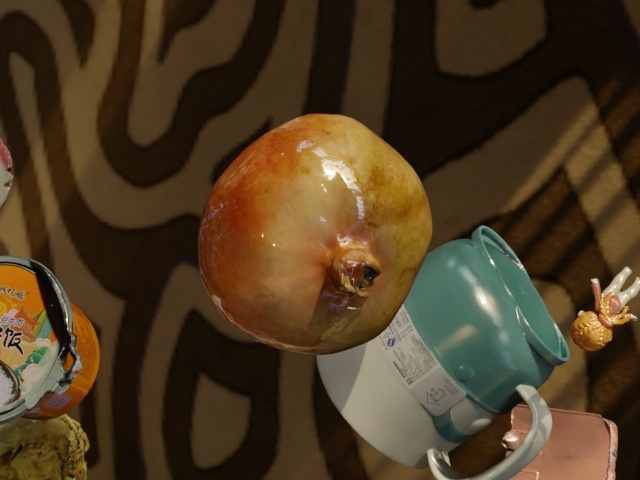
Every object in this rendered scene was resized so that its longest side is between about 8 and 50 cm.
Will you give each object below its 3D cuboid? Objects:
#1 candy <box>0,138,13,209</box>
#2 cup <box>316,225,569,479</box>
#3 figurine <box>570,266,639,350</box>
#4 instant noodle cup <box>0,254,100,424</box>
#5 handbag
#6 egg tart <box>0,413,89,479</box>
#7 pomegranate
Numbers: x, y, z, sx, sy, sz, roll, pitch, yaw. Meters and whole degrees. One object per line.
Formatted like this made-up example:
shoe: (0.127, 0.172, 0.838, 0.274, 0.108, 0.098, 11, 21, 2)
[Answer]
candy: (-0.296, -0.051, 1.001, 0.043, 0.103, 0.103, 23, 107, 45)
cup: (0.161, 0.159, 1.526, 0.258, 0.219, 0.289, -38, 58, 21)
figurine: (0.298, 0.068, 1.299, 0.064, 0.109, 0.047, 43, 154, 1)
instant noodle cup: (-0.312, 0.117, 1.329, 0.208, 0.125, 0.177, 34, 86, 27)
handbag: (0.319, 0.338, 1.726, 0.157, 0.059, 0.212, 3, 77, 27)
egg tart: (-0.384, 0.287, 1.494, 0.232, 0.252, 0.098, -47, 55, -9)
pomegranate: (0.000, 0.000, 1.304, 0.252, 0.229, 0.270, -56, 19, -3)
